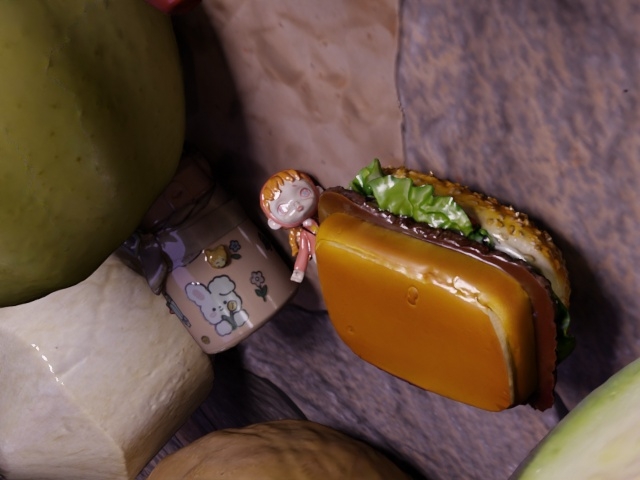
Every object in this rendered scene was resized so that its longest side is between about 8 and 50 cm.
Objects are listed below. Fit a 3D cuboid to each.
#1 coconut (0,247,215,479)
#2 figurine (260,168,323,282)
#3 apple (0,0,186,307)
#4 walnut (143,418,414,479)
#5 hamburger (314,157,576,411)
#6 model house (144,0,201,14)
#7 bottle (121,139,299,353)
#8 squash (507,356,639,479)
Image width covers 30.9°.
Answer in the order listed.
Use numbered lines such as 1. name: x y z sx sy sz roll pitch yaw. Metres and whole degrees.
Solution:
1. coconut: -0.209 0.115 1.012 0.202 0.222 0.202 33 152 20
2. figurine: 0.000 0.000 0.775 0.109 0.064 0.047 50 173 15
3. apple: -0.214 -0.097 0.735 0.279 0.279 0.279 33 147 25
4. walnut: -0.039 0.323 0.946 0.383 0.383 0.384 33 147 25
5. hamburger: 0.075 0.021 0.669 0.165 0.087 0.137 24 142 33
6. model house: -0.003 -0.240 0.403 0.254 0.160 0.196 -32 100 31
7. bottle: -0.094 0.002 0.860 0.152 0.099 0.099 55 150 -10
8. squash: 0.267 0.233 0.499 0.384 0.263 0.263 53 150 -11
